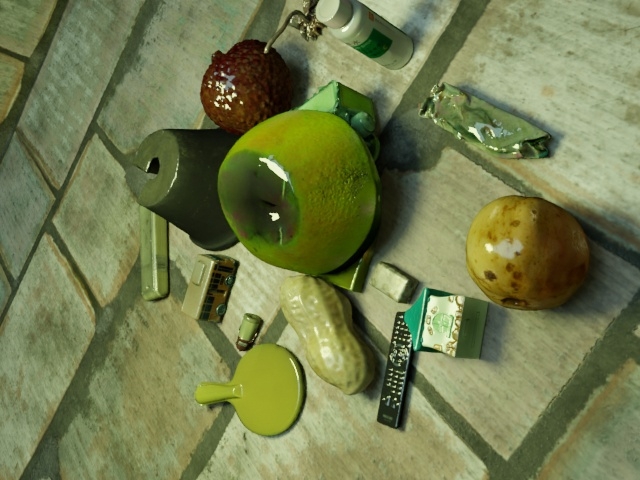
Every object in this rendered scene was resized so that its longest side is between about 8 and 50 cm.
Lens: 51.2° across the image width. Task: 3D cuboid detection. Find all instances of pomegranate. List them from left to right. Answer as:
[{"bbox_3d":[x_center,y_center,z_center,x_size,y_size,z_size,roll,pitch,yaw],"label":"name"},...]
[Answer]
[{"bbox_3d":[0.364,0.015,1.179,0.215,0.215,0.215,-11,73,41],"label":"pomegranate"}]

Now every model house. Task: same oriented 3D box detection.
[{"bbox_3d":[0.239,0.163,1.326,0.149,0.101,0.126,6,84,45],"label":"model house"}]

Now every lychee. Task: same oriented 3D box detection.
[{"bbox_3d":[-0.193,-0.397,1.760,0.261,0.261,0.260,-11,73,41],"label":"lychee"}]

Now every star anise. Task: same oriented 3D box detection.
[{"bbox_3d":[-0.085,-0.565,1.722,0.148,0.227,0.218,-4,88,35],"label":"star anise"}]

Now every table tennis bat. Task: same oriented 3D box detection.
[{"bbox_3d":[-0.183,0.383,1.699,0.369,0.054,0.224,-15,72,35],"label":"table tennis bat"}]

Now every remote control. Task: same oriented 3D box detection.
[{"bbox_3d":[0.165,0.272,1.418,0.063,0.025,0.245,9,87,44],"label":"remote control"}]

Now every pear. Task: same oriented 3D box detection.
[{"bbox_3d":[-0.078,-0.095,1.466,0.399,0.165,0.398,10,109,32],"label":"pear"}]

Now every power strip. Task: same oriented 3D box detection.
[{"bbox_3d":[-0.519,-0.005,2.088,0.092,0.066,0.387,-19,70,40],"label":"power strip"}]

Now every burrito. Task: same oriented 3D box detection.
[{"bbox_3d":[0.327,-0.235,1.360,0.309,0.066,0.096,37,103,38],"label":"burrito"}]

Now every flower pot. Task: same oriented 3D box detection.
[{"bbox_3d":[-0.352,-0.178,1.849,0.380,0.251,0.379,-14,69,40],"label":"flower pot"}]

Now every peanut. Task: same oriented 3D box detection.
[{"bbox_3d":[0.015,0.205,1.501,0.149,0.149,0.313,-43,57,27],"label":"peanut"}]

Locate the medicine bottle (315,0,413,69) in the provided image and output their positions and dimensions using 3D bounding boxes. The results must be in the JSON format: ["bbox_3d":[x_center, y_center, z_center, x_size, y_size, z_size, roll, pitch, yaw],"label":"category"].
[{"bbox_3d":[0.100,-0.467,1.489,0.095,0.260,0.095,-13,70,39],"label":"medicine bottle"}]

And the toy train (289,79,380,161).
[{"bbox_3d":[0.017,-0.244,1.591,0.272,0.159,0.188,-29,59,40],"label":"toy train"}]

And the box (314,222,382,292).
[{"bbox_3d":[0.000,0.000,1.621,0.311,0.043,0.172,19,93,43],"label":"box"}]

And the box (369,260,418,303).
[{"bbox_3d":[0.159,0.091,1.452,0.098,0.045,0.062,30,102,41],"label":"box"}]

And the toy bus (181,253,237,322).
[{"bbox_3d":[-0.307,0.125,1.830,0.091,0.103,0.181,19,93,43],"label":"toy bus"}]

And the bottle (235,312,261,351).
[{"bbox_3d":[-0.191,0.241,1.742,0.063,0.047,0.101,-133,60,-68],"label":"bottle"}]
